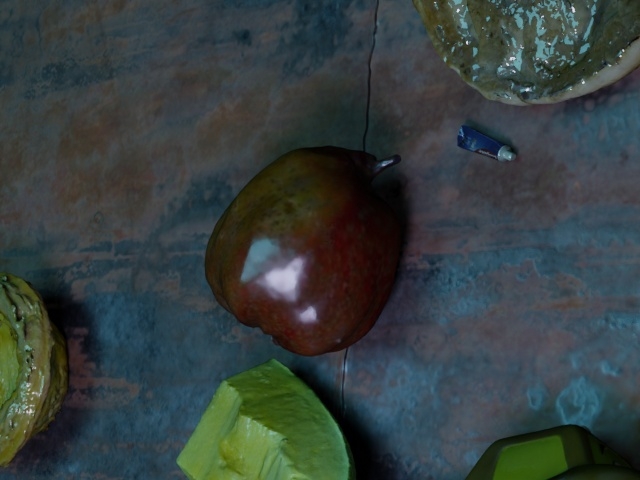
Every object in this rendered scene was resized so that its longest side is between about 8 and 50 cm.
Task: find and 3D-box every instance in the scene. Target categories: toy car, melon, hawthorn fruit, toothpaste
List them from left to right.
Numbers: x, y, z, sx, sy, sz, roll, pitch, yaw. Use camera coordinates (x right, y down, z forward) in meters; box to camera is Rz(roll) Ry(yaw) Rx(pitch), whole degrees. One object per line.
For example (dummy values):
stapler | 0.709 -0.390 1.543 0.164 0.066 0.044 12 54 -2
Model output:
melon | -0.038 0.273 1.637 0.323 0.124 0.196 40 111 55
hawthorn fruit | 0.000 0.000 1.659 0.248 0.208 0.208 -53 47 0
toothpaste | 0.175 -0.100 1.618 0.083 0.019 0.027 29 124 46
toy car | 0.219 0.258 1.391 0.248 0.204 0.198 -19 44 42

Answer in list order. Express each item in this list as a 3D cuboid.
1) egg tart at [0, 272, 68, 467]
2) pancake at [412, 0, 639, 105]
egg tart | -0.436 0.186 2.083 0.288 0.118 0.288 -11 74 41
pancake | 0.238 -0.320 1.563 0.387 0.082 0.387 -8 77 40
